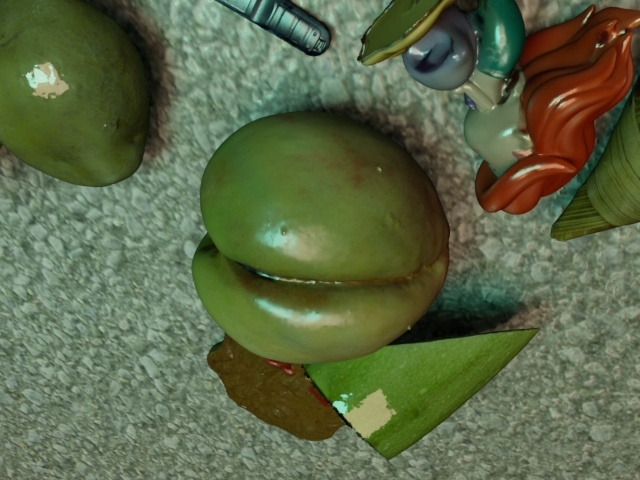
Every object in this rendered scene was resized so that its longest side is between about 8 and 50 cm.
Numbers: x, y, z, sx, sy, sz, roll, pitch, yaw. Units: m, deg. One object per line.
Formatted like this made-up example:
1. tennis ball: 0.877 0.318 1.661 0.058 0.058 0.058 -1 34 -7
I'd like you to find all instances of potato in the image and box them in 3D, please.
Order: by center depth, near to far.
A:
1. potato: -0.285 -0.162 0.638 0.178 0.160 0.235 11 139 26

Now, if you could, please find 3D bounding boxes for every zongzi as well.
1. zongzi: 0.336 -0.142 0.564 0.289 0.134 0.285 -20 110 29

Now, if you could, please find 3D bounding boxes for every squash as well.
1. squash: 0.125 0.143 0.748 0.260 0.189 0.189 -42 109 -3

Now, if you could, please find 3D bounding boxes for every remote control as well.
1. remote control: -0.057 -0.253 0.617 0.153 0.027 0.043 30 126 -6

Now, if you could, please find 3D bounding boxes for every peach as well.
1. peach: 0.000 -0.001 0.642 0.293 0.247 0.291 -4 107 -13

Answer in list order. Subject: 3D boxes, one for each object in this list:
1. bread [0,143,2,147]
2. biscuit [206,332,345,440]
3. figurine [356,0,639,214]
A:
1. bread: -0.458 -0.108 0.631 0.120 0.288 0.152 20 124 -14
2. biscuit: -0.040 0.209 0.889 0.273 0.049 0.257 40 120 -13
3. figurine: 0.187 -0.156 0.552 0.257 0.181 0.208 38 92 -21
